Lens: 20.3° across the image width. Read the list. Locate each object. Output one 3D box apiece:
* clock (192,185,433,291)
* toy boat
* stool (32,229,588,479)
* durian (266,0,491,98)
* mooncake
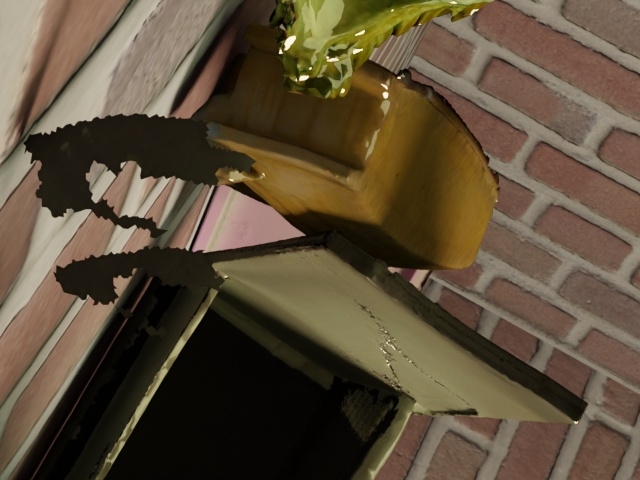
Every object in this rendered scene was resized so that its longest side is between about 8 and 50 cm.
[{"bbox_3d":[0.000,0.000,1.181,0.063,0.150,0.197,-62,179,-39],"label":"clock"},{"bbox_3d":[0.010,-0.040,0.933,0.321,0.121,0.089,28,79,-71],"label":"toy boat"},{"bbox_3d":[-0.038,0.147,0.943,0.244,0.170,0.269,-61,-163,-16],"label":"stool"},{"bbox_3d":[0.099,-0.215,0.628,0.394,0.163,0.198,-56,176,8],"label":"durian"},{"bbox_3d":[-0.132,0.119,0.529,0.057,0.150,0.347,180,-75,-77],"label":"mooncake"}]
